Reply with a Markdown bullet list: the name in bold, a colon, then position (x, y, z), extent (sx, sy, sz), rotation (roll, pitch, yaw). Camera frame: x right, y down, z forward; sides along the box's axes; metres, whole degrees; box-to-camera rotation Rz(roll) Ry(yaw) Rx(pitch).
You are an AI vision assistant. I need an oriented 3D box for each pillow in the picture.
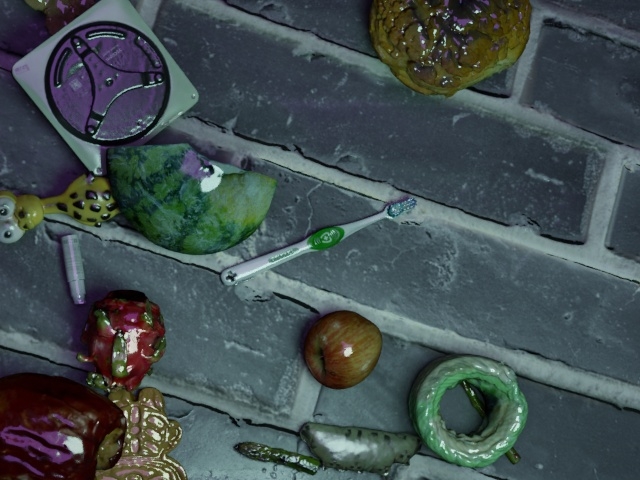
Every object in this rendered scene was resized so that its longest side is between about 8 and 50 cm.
- **pillow**: position (0.076, 0.404, 1.943), extent (0.241, 0.051, 0.093), rotation (9, 75, -11)

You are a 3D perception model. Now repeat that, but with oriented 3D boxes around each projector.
- **projector**: position (-0.400, -0.292, 1.906), extent (0.257, 0.079, 0.259), rotation (-41, 106, -13)

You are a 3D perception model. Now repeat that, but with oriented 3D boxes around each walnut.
- **walnut**: position (-0.487, 0.360, 1.761), extent (0.269, 0.222, 0.243), rotation (18, 110, 5)

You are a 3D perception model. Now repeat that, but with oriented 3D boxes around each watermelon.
- **watermelon**: position (-0.248, -0.090, 1.876), extent (0.305, 0.180, 0.224), rotation (16, 121, -25)

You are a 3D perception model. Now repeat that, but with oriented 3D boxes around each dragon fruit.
- **dragon fruit**: position (-0.359, 0.185, 1.833), extent (0.160, 0.166, 0.172), rotation (-12, 69, 31)

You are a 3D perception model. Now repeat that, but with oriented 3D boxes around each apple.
- **apple**: position (0.045, 0.203, 1.921), extent (0.131, 0.146, 0.146), rotation (-22, 87, -34)

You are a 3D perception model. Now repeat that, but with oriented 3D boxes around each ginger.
- **ginger**: position (-0.486, -0.448, 1.942), extent (0.149, 0.065, 0.258), rotation (-32, 99, -18)

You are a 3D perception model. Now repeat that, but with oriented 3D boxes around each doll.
- **doll**: position (-0.501, -0.061, 1.877), extent (0.291, 0.086, 0.117), rotation (-10, 116, -12)

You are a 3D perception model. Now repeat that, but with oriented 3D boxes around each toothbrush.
- **toothbrush**: position (-0.001, 0.001, 1.998), extent (0.418, 0.040, 0.042), rotation (-22, 88, -9)

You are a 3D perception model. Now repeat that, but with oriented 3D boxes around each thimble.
- **thimble**: position (0.280, 0.315, 1.930), extent (0.219, 0.150, 0.219), rotation (0, 88, -1)

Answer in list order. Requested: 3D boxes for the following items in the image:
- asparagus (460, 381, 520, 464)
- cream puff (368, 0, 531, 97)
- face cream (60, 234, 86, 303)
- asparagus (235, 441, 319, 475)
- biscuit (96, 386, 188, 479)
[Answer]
- **asparagus**: position (0.323, 0.335, 2.018), extent (0.248, 0.024, 0.025), rotation (57, 33, 1)
- **cream puff**: position (0.269, -0.447, 2.014), extent (0.343, 0.231, 0.327), rotation (11, 77, -10)
- **face cream**: position (-0.458, 0.056, 1.894), extent (0.034, 0.034, 0.130), rotation (-10, 83, -13)
- **asparagus**: position (-0.083, 0.409, 1.922), extent (0.165, 0.030, 0.036), rotation (15, 107, -10)
- **biscuit**: position (-0.340, 0.414, 1.866), extent (0.202, 0.044, 0.288), rotation (5, 83, -10)
